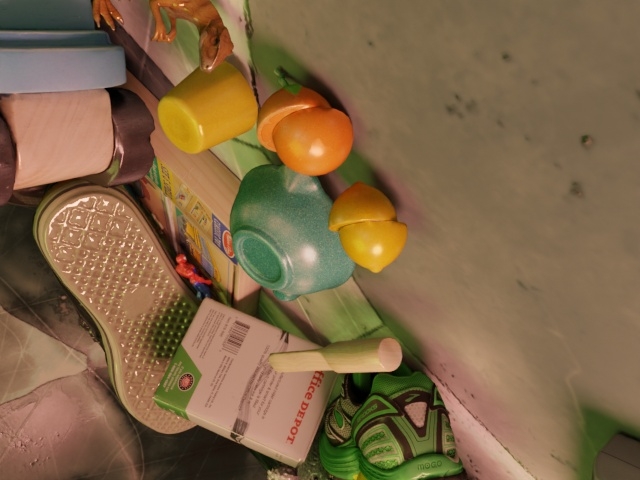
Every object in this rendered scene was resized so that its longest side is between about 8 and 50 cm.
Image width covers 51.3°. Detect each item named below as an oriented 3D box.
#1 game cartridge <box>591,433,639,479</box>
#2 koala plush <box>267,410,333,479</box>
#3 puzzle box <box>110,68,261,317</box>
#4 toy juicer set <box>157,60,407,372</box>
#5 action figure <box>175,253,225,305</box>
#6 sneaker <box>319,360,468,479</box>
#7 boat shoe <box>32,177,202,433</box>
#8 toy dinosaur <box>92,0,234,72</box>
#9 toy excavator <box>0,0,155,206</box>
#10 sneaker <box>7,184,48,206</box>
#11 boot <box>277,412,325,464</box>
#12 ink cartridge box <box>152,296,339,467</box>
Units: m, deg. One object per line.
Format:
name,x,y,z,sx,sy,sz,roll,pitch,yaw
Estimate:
game cartridge,0.318,0.260,0.446,0.294,0.060,0.196,31,149,38
koala plush,0.043,0.374,0.994,0.221,0.196,0.203,40,167,12
puzzle box,-0.188,-0.028,0.930,0.272,0.052,0.409,44,158,11
toy juicer set,0.000,0.000,0.583,0.209,0.089,0.329,9,129,40
action figure,-0.171,0.058,0.931,0.038,0.030,0.115,24,155,38
sneaker,0.076,0.200,0.757,0.343,0.134,0.146,141,124,-75
boat shoe,-0.272,0.102,1.006,0.156,0.187,0.500,44,158,50
toy dinosaur,-0.135,-0.224,0.508,0.112,0.064,0.211,-22,106,34
toy excavator,-0.387,-0.282,0.683,0.433,0.222,0.445,14,110,33
sneaker,-0.481,-0.159,0.927,0.202,0.185,0.483,23,176,35
boot,-0.107,0.289,1.244,0.222,0.118,0.338,58,153,-9
ink cartridge box,-0.092,0.192,0.895,0.209,0.153,0.087,23,155,5
